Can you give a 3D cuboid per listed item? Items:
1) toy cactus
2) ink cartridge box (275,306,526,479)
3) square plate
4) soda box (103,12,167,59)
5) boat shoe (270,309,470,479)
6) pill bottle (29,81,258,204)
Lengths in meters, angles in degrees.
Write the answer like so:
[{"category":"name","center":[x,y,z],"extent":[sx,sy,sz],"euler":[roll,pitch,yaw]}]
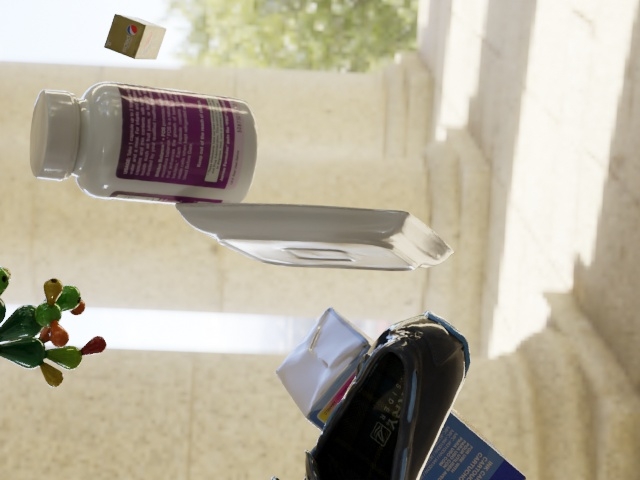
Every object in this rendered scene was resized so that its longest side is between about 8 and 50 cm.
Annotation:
[{"category":"toy cactus","center":[-0.338,0.110,1.467],"extent":[0.112,0.180,0.219],"euler":[64,-178,23]},{"category":"ink cartridge box","center":[0.138,0.300,2.052],"extent":[0.151,0.395,0.270],"euler":[-48,15,-1]},{"category":"square plate","center":[0.000,0.000,2.000],"extent":[0.347,0.344,0.049],"euler":[30,-116,-70]},{"category":"soda box","center":[-0.311,-0.342,2.255],"extent":[0.181,0.058,0.061],"euler":[-54,-15,-81]},{"category":"boat shoe","center":[0.017,0.165,0.962],"extent":[0.089,0.109,0.258],"euler":[-12,-57,-57]},{"category":"pill bottle","center":[-0.255,-0.138,1.911],"extent":[0.169,0.301,0.169],"euler":[-175,90,-66]}]
